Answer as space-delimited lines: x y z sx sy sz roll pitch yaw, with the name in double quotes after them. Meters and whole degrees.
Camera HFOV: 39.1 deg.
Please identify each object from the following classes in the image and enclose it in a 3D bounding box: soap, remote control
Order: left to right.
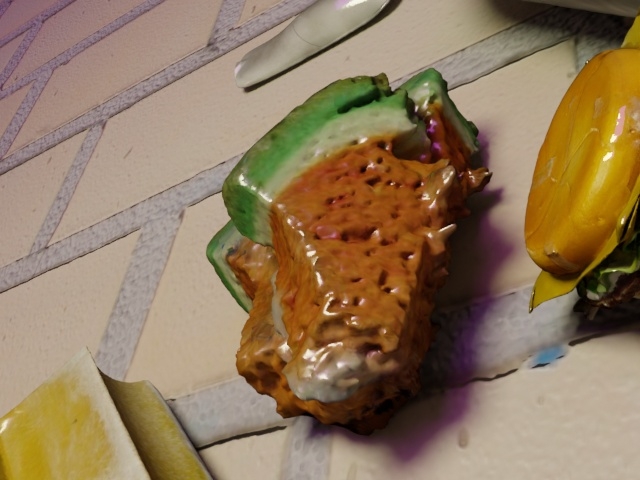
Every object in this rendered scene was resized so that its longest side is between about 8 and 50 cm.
-0.189 0.224 0.603 0.259 0.143 0.281 -44 27 -9 "soap"
-0.012 -0.251 1.055 0.229 0.044 0.073 -23 40 26 "remote control"

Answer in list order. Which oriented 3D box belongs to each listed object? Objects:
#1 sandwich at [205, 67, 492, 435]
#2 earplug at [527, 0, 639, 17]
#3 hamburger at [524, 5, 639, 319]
0.000 0.000 0.640 0.250 0.162 0.301 -35 30 18 "sandwich"
0.194 -0.341 0.703 0.312 0.313 0.394 -46 32 -7 "earplug"
0.181 -0.034 0.517 0.189 0.093 0.164 128 159 -77 "hamburger"
